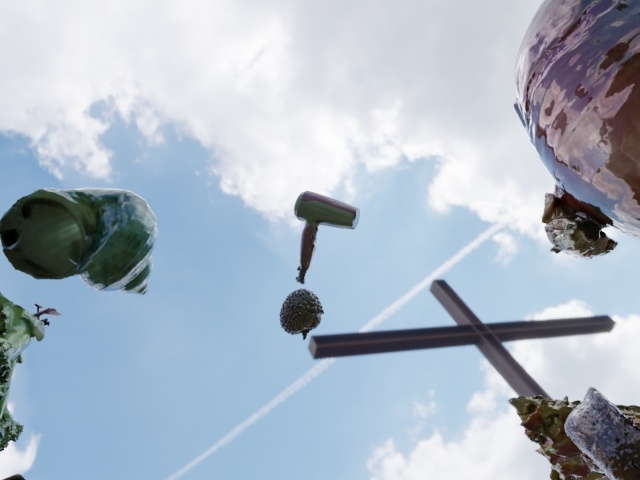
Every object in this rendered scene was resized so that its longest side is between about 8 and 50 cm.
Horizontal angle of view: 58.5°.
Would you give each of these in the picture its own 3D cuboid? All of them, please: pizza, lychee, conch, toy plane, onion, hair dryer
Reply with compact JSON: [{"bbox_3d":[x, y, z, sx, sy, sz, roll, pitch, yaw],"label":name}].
[{"bbox_3d":[0.322,0.251,0.723,0.199,0.062,0.188,24,-53,-11],"label":"pizza"},{"bbox_3d":[-0.032,0.118,0.917,0.068,0.083,0.067,-7,-14,28],"label":"lychee"},{"bbox_3d":[-0.338,0.005,0.854,0.202,0.134,0.196,41,-109,-2],"label":"conch"},{"bbox_3d":[-0.562,0.153,1.069,0.145,0.037,0.060,-20,-33,4],"label":"toy plane"},{"bbox_3d":[0.361,-0.138,0.532,0.354,0.353,0.353,-11,-57,-17],"label":"onion"},{"bbox_3d":[-0.007,0.001,0.958,0.154,0.106,0.054,-69,-20,-3],"label":"hair dryer"}]

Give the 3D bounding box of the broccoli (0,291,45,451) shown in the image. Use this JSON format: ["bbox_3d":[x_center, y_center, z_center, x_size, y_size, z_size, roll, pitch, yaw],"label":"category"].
[{"bbox_3d":[-0.321,0.107,0.469,0.196,0.156,0.195,11,-53,14],"label":"broccoli"}]

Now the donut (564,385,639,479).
[{"bbox_3d":[0.291,0.203,0.529,0.059,0.140,0.140,-43,-54,4],"label":"donut"}]

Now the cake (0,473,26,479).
[{"bbox_3d":[-0.394,0.292,0.573,0.116,0.185,0.079,31,-70,-2],"label":"cake"}]
